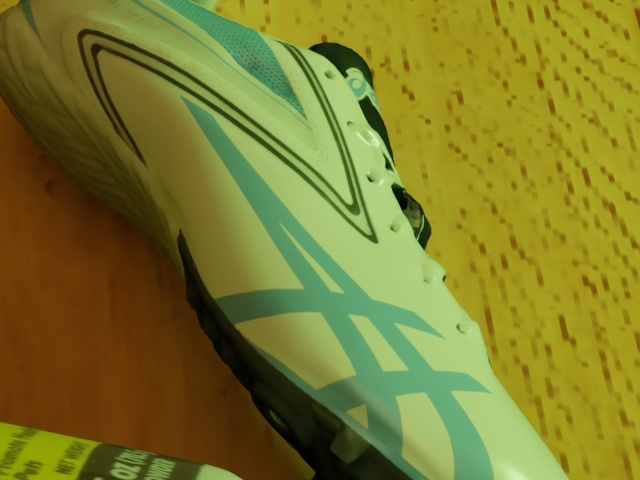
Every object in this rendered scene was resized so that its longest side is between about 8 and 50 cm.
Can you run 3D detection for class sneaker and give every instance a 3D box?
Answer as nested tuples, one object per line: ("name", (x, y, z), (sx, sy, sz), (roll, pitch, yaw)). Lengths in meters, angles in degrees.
("sneaker", (0.000, 0.000, 0.431), (0.086, 0.085, 0.237), (-36, 64, -8))

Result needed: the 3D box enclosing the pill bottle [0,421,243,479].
("pill bottle", (-0.124, 0.084, 0.336), (0.215, 0.117, 0.117), (11, 54, 0))
